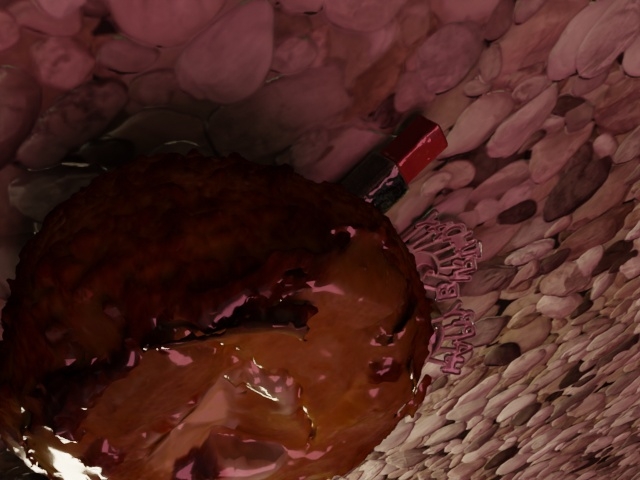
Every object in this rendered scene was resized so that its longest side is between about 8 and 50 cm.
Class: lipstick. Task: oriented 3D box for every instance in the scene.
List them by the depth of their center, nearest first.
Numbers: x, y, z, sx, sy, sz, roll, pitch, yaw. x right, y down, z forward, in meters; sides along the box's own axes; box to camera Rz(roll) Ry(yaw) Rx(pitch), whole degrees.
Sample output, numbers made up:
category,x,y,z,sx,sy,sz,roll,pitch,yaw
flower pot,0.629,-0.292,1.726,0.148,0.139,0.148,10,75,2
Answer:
category,x,y,z,sx,sy,sz,roll,pitch,yaw
lipstick,0.000,0.000,0.719,0.312,0.051,0.051,-44,140,18

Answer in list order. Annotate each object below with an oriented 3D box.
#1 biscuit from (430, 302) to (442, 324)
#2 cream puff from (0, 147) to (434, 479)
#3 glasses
category,x,y,z,sx,sy,sz,roll,pitch,yaw
biscuit,0.054,0.151,0.962,0.234,0.030,0.153,-40,144,15
cream puff,-0.087,0.070,0.585,0.350,0.229,0.351,-13,138,-13
glasses,0.122,0.085,0.848,0.162,0.095,0.256,-23,130,-18
